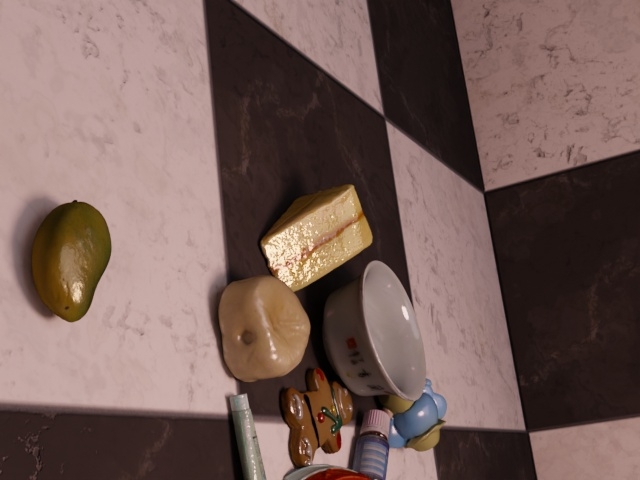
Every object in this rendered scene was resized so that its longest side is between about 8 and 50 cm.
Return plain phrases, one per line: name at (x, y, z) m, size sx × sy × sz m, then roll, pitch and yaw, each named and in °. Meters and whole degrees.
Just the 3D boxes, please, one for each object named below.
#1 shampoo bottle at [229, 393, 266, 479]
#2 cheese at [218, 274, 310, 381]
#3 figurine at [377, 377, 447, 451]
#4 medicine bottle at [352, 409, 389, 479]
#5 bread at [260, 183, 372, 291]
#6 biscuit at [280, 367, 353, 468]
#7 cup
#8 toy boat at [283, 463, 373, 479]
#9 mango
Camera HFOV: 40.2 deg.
shampoo bottle at (-0.139, 0.389, 1.675) m, size 0.069 × 0.041 × 0.190 m, roll 23°, pitch 53°, yaw -76°
cheese at (-0.113, 0.183, 1.759) m, size 0.235 × 0.117 × 0.217 m, roll 45°, pitch 40°, yaw -41°
figurine at (0.238, 0.424, 2.291) m, size 0.180 × 0.154 × 0.261 m, roll -14°, pitch 93°, yaw -53°
medicine bottle at (0.123, 0.504, 2.092) m, size 0.083 × 0.084 × 0.203 m, roll 55°, pitch 31°, yaw -36°
bread at (-0.002, 0.002, 2.024) m, size 0.167 × 0.163 × 0.264 m, roll 67°, pitch 27°, yaw -18°
biscuit at (0.005, 0.386, 1.965) m, size 0.301 × 0.049 × 0.196 m, roll -6°, pitch 83°, yaw -65°
cup at (0.112, 0.234, 2.112) m, size 0.347 × 0.163 × 0.347 m, roll 46°, pitch 34°, yaw -45°
toy boat at (0.049, 0.566, 1.874) m, size 0.332 × 0.133 × 0.145 m, roll 35°, pitch 64°, yaw -37°
mango at (-0.382, 0.024, 1.340) m, size 0.122 × 0.086 × 0.191 m, roll 53°, pitch 32°, yaw -43°
